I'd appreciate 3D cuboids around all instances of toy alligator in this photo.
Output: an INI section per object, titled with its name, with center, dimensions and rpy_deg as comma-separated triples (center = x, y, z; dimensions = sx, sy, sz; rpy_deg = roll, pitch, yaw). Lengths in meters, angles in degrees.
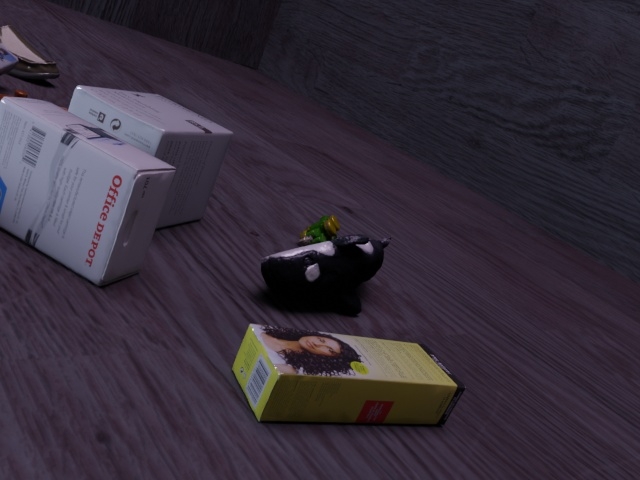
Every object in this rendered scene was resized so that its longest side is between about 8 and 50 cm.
[toy alligator]
center = 0.000, 0.000, 1.052
dimensions = 0.051, 0.056, 0.189
rpy_deg = 63, 16, -8

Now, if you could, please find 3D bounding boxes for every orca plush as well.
[orca plush]
center = 0.024, 0.060, 0.899
dimensions = 0.151, 0.102, 0.287
rpy_deg = -19, -7, 18

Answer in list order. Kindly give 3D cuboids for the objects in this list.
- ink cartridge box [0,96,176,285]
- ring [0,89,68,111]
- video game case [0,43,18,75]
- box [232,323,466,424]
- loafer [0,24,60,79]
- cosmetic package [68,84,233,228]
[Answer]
[ink cartridge box]
center = -0.278, -0.058, 0.712
dimensions = 0.191, 0.139, 0.082
rpy_deg = 27, 16, 12
[ring]
center = -0.445, -0.193, 1.093
dimensions = 0.337, 0.032, 0.336
rpy_deg = 21, 18, -7
[video game case]
center = -0.708, -0.376, 1.046
dimensions = 0.329, 0.036, 0.300
rpy_deg = 41, 20, -18
[box]
center = 0.033, 0.141, 0.652
dimensions = 0.232, 0.058, 0.087
rpy_deg = 12, 20, -33
[loafer]
center = -0.683, -0.420, 1.371
dimensions = 0.251, 0.087, 0.094
rpy_deg = 23, 17, -1
[cosmetic package]
center = -0.250, -0.117, 0.902
dimensions = 0.151, 0.151, 0.184
rpy_deg = 29, 18, 14
